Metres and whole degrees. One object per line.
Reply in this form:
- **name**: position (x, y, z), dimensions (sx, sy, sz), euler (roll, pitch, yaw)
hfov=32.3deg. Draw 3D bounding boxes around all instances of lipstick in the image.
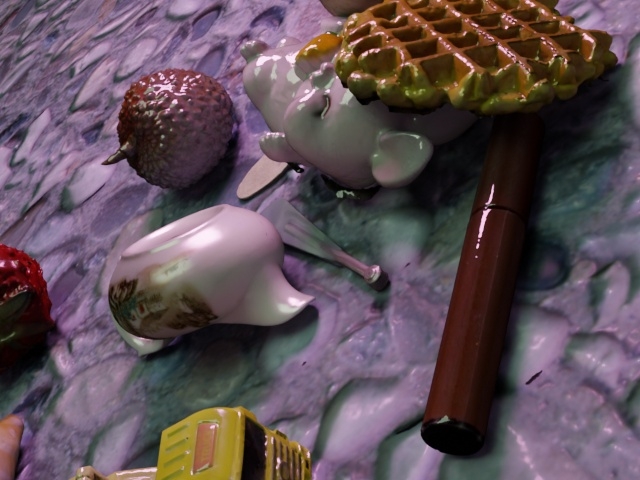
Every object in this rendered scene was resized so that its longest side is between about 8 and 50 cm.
- **lipstick**: position (0.152, 0.026, 0.996), dimensions (0.057, 0.057, 0.356), euler (-15, 45, 40)

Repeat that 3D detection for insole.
- **insole**: position (-0.036, -0.120, 1.413), dimensions (0.192, 0.010, 0.063), euler (-44, 32, 6)

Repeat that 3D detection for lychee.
- **lychee**: position (-0.206, -0.149, 1.496), dimensions (0.197, 0.165, 0.165), euler (-25, 21, -30)

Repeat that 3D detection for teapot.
- **teapot**: position (-0.141, 0.049, 1.241), dimensions (0.298, 0.139, 0.204), euler (-14, 18, 45)

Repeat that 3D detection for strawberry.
- **strawberry**: position (-0.462, 0.084, 1.538), dimensions (0.184, 0.186, 0.201), euler (-8, 19, -3)

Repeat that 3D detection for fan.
- **fan**: position (0.000, 0.000, 1.231), dimensions (0.057, 0.023, 0.282), euler (-44, 31, -12)

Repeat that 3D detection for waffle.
- **waffle**: position (0.158, -0.203, 1.131), dimensions (0.282, 0.058, 0.300), euler (1, 32, 7)

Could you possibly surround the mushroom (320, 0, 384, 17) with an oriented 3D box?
- **mushroom**: position (0.093, -0.337, 1.354), dimensions (0.254, 0.195, 0.189), euler (-39, -2, -45)

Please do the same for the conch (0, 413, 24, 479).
- **conch**: position (-0.416, 0.317, 1.304), dimensions (0.255, 0.127, 0.158), euler (-49, -6, -46)

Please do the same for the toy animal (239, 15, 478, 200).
- **toy animal**: position (0.037, -0.150, 1.241), dimensions (0.325, 0.154, 0.208), euler (22, 49, 35)

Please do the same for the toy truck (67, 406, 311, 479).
- **toy truck**: position (-0.149, 0.251, 1.003), dimensions (0.272, 0.157, 0.124), euler (-30, 36, 25)
